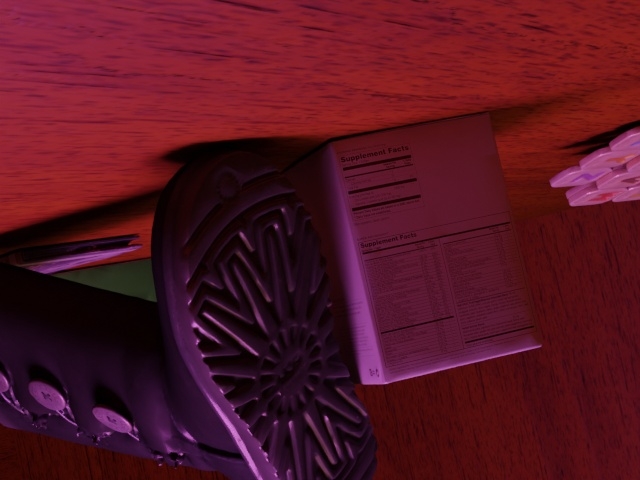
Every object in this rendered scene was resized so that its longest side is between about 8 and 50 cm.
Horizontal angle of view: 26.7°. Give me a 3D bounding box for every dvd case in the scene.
[{"bbox_3d":[-0.335,0.030,1.554,0.221,0.018,0.165,-16,175,43],"label":"dvd case"}]

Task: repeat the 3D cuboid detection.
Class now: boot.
[{"bbox_3d":[-0.192,0.061,1.195,0.445,0.367,0.146,13,-139,39],"label":"boot"}]

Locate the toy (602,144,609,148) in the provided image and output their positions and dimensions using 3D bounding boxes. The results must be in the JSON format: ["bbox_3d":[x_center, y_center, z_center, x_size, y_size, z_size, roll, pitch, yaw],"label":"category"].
[{"bbox_3d":[0.427,-0.101,1.785,0.137,0.056,0.237,-12,172,32],"label":"toy"}]

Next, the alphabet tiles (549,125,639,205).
[{"bbox_3d":[0.426,-0.102,1.608,0.278,0.021,0.284,-6,163,-31],"label":"alphabet tiles"}]

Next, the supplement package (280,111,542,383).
[{"bbox_3d":[0.072,0.014,1.194,0.149,0.203,0.194,-12,177,-17],"label":"supplement package"}]

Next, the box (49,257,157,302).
[{"bbox_3d":[-0.368,0.113,1.935,0.262,0.126,0.231,-10,174,-45],"label":"box"}]
